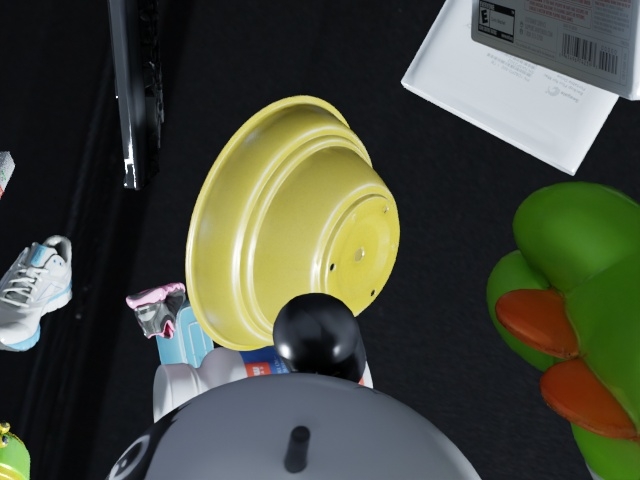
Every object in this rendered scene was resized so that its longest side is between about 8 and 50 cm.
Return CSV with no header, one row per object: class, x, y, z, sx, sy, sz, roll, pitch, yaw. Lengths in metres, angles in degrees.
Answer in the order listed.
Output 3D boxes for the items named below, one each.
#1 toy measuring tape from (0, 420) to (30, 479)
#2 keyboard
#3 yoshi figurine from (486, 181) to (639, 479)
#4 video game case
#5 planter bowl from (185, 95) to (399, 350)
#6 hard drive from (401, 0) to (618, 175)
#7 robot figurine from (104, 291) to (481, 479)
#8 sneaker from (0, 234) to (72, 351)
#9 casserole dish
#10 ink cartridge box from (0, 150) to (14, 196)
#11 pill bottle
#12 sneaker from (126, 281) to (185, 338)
toy measuring tape,-0.415,0.313,1.245,0.121,0.121,0.330,52,-48,30
keyboard,-0.098,-0.198,0.520,0.033,0.317,0.201,-5,-141,-11
yoshi figurine,0.228,0.088,0.389,0.203,0.203,0.362,-47,-125,3
video game case,0.162,-0.212,0.708,0.212,0.023,0.193,-135,-140,-61
planter bowl,0.000,0.000,0.841,0.090,0.217,0.217,20,-96,34
hard drive,0.246,-0.249,1.086,0.203,0.040,0.307,30,-87,12
robot figurine,-0.006,0.154,0.460,0.174,0.278,0.209,-34,-108,-6
sneaker,-0.307,0.047,1.099,0.071,0.190,0.083,17,-67,-2
casserole dish,-0.192,0.168,1.558,0.037,0.114,0.188,-11,-90,23
ink cartridge box,-0.463,-0.075,1.432,0.063,0.029,0.115,-6,-140,8
pill bottle,-0.064,0.176,1.154,0.124,0.222,0.124,179,-90,-67
sneaker,-0.168,0.077,1.115,0.047,0.119,0.057,-21,-91,11
